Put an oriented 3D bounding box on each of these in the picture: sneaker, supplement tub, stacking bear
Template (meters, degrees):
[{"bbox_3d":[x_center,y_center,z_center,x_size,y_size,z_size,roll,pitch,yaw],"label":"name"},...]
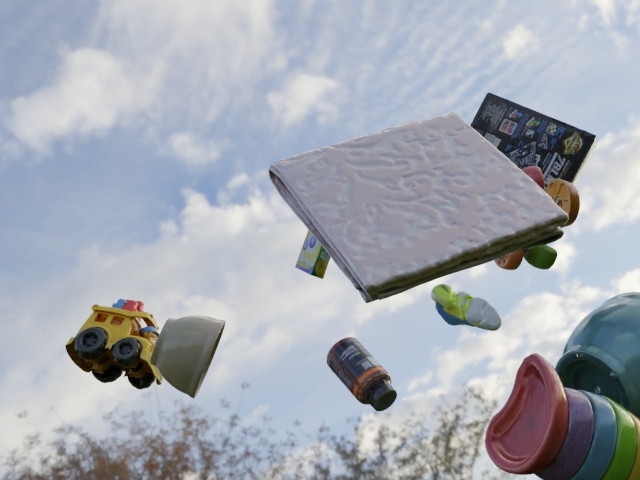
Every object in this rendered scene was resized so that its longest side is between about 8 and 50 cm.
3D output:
[{"bbox_3d":[0.451,0.225,2.278,0.091,0.240,0.126,-43,-32,-23],"label":"sneaker"},{"bbox_3d":[0.106,0.338,1.845,0.106,0.198,0.106,-21,-48,-24],"label":"supplement tub"},{"bbox_3d":[0.423,0.312,1.090,0.289,0.164,0.175,22,-77,-10],"label":"stacking bear"}]

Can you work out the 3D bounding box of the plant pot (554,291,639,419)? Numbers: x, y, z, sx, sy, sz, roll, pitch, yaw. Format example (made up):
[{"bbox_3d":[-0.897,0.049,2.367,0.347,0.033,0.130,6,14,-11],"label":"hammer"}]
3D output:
[{"bbox_3d":[0.583,0.266,1.432,0.196,0.293,0.293,-16,-30,-30],"label":"plant pot"}]

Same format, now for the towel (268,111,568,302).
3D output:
[{"bbox_3d":[0.134,-0.064,1.071,0.332,0.317,0.053,-17,-46,-19],"label":"towel"}]

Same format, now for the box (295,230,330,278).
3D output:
[{"bbox_3d":[0.000,0.000,1.872,0.043,0.105,0.179,21,-91,-27],"label":"box"}]

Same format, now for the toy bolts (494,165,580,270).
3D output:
[{"bbox_3d":[0.400,-0.074,1.528,0.159,0.228,0.218,1,-39,-14],"label":"toy bolts"}]

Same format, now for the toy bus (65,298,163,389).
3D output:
[{"bbox_3d":[-0.463,0.231,1.778,0.221,0.211,0.149,8,-39,15],"label":"toy bus"}]

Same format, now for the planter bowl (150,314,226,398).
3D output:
[{"bbox_3d":[-0.265,0.213,1.441,0.109,0.162,0.162,22,-41,-2],"label":"planter bowl"}]

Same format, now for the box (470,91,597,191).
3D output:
[{"bbox_3d":[0.483,-0.181,1.833,0.295,0.293,0.073,-63,-25,3],"label":"box"}]
